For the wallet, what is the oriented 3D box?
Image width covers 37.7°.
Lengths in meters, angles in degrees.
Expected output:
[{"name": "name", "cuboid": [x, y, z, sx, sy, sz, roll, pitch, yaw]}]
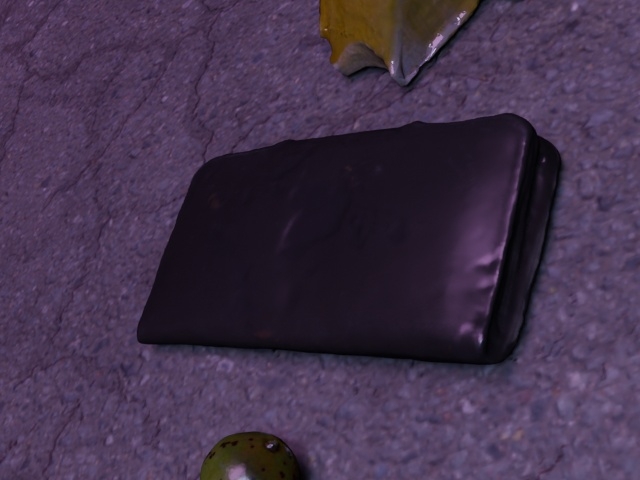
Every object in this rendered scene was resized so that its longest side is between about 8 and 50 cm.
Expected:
[{"name": "wallet", "cuboid": [0.000, 0.000, 0.745, 0.377, 0.051, 0.197, -3, 60, 41]}]

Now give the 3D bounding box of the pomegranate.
[{"name": "pomegranate", "cuboid": [-0.046, 0.173, 0.641, 0.073, 0.073, 0.085, 4, 98, 43]}]

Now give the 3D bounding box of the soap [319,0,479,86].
[{"name": "soap", "cuboid": [0.050, -0.338, 0.749, 0.304, 0.338, 0.169, -48, 38, -3]}]
